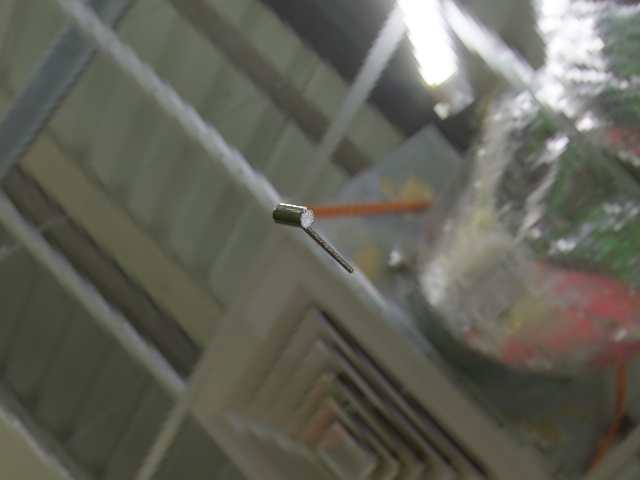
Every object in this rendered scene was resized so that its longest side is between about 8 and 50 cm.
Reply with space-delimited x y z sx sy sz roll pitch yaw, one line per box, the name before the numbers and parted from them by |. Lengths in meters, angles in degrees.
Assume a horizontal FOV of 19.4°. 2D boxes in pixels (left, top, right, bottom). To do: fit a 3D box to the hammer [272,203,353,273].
hammer | 0.000 0.000 1.715 0.035 0.019 0.110 11 -22 42
